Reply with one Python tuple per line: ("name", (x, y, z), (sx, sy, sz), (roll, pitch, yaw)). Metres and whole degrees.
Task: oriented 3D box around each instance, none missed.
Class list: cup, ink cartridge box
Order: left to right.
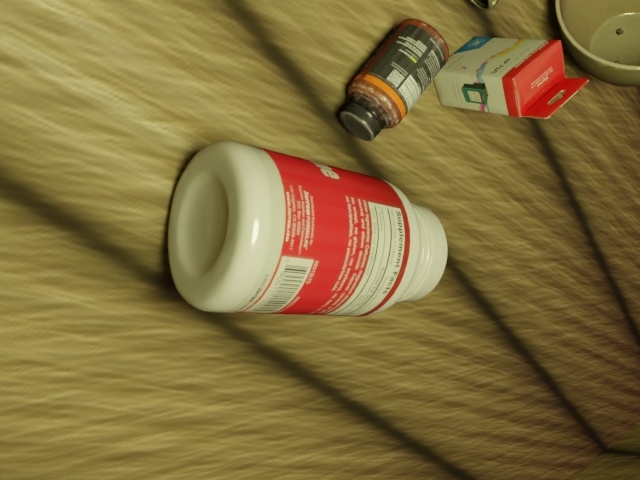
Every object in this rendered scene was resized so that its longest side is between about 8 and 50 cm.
("ink cartridge box", (0.331, -0.292, 0.994), (0.134, 0.231, 0.078), (-41, 127, -19))
("cup", (0.663, -0.457, 1.169), (0.331, 0.331, 0.237), (-63, 157, 0))

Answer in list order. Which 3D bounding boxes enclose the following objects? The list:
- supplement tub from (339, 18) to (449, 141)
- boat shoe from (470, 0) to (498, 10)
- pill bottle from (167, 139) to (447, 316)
("supplement tub", (0.116, -0.259, 0.924), (0.198, 0.106, 0.106), (-51, 130, -9))
("boat shoe", (0.210, -0.483, 0.907), (0.304, 0.109, 0.091), (18, 101, -38))
("pill bottle", (0.000, 0.000, 0.852), (0.407, 0.229, 0.229), (8, 102, -40))
